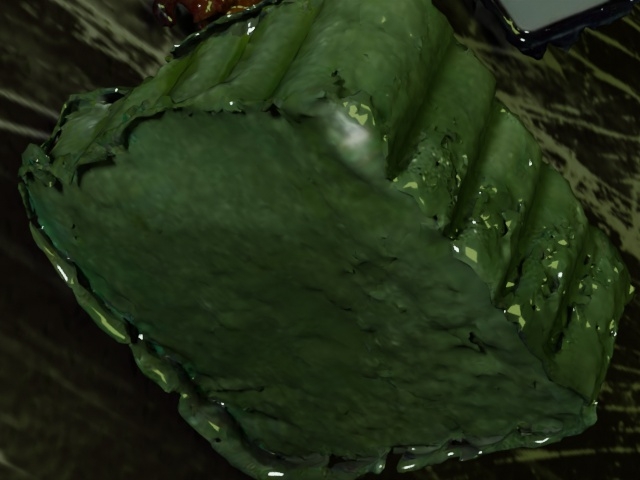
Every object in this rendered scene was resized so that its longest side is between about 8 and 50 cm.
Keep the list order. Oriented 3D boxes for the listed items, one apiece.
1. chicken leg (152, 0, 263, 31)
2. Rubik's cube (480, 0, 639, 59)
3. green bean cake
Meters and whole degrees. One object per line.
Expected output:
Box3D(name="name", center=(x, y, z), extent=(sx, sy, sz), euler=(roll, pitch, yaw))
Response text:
Box3D(name="chicken leg", center=(-0.046, -0.208, 0.916), extent=(0.177, 0.083, 0.322), euler=(-22, 96, -35))
Box3D(name="Rubik's cube", center=(0.232, -0.409, 1.083), extent=(0.363, 0.362, 0.359), euler=(52, 47, -20))
Box3D(name="green bean cake", center=(0.000, 0.000, 0.762), extent=(0.255, 0.241, 0.132), euler=(48, 48, -26))
